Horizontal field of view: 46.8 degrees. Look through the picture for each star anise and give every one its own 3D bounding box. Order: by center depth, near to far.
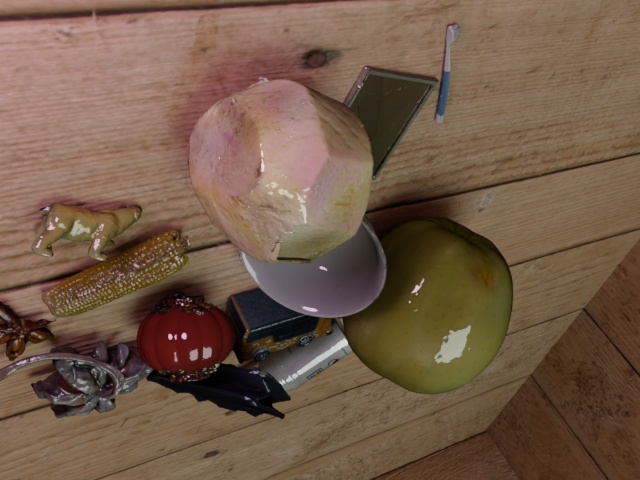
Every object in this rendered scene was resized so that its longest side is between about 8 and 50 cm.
[{"bbox_3d":[-0.647,0.197,1.540,0.157,0.053,0.212,-39,149,11],"label":"star anise"},{"bbox_3d":[-0.549,0.338,1.739,0.360,0.139,0.315,-19,139,-20],"label":"star anise"}]

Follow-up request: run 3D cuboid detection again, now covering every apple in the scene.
[{"bbox_3d":[0.287,0.159,1.943,0.474,0.473,0.473,-22,147,-16],"label":"apple"}]

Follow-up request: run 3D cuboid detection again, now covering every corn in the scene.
[{"bbox_3d":[-0.416,0.072,1.537,0.320,0.097,0.097,-25,147,-9],"label":"corn"}]

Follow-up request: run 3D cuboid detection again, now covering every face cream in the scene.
[{"bbox_3d":[-0.086,0.359,2.158,0.370,0.145,0.145,-35,148,4],"label":"face cream"}]

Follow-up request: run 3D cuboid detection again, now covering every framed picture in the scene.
[{"bbox_3d":[0.109,-0.245,1.617,0.211,0.020,0.289,-2,138,-39],"label":"framed picture"}]

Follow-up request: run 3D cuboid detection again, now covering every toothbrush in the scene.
[{"bbox_3d":[0.275,-0.356,1.609,0.025,0.019,0.275,-30,149,-18],"label":"toothbrush"}]

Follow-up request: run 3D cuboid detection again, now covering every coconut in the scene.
[{"bbox_3d":[-0.066,-0.119,1.370,0.353,0.352,0.352,-22,147,-16],"label":"coconut"}]

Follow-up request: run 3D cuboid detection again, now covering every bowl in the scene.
[{"bbox_3d":[0.000,0.000,1.680,0.345,0.346,0.157,-64,180,40],"label":"bowl"}]

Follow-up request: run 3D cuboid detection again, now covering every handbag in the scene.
[{"bbox_3d":[-0.252,0.370,1.917,0.269,0.326,0.118,63,42,-62],"label":"handbag"}]

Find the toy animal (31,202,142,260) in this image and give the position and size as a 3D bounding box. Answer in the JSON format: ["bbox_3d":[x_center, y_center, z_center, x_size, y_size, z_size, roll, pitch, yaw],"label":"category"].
[{"bbox_3d":[-0.437,-0.026,1.398,0.219,0.103,0.101,7,107,-40],"label":"toy animal"}]

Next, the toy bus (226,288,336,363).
[{"bbox_3d":[-0.101,0.198,1.936,0.275,0.138,0.167,-14,142,-23],"label":"toy bus"}]

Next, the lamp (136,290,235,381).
[{"bbox_3d":[-0.313,0.221,1.723,0.227,0.226,0.226,-22,147,-16],"label":"lamp"}]
